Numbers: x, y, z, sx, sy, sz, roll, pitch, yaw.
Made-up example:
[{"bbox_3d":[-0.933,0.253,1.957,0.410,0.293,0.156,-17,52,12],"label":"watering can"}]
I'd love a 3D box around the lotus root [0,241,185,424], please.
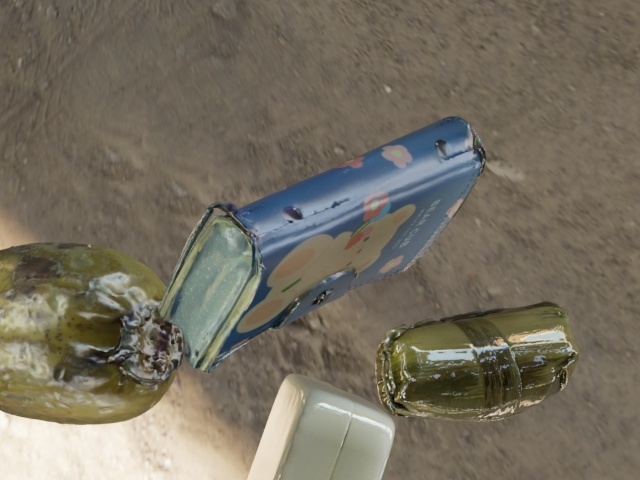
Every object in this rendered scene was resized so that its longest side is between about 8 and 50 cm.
[{"bbox_3d":[-0.237,0.077,1.050,0.278,0.154,0.154,0,115,27],"label":"lotus root"}]

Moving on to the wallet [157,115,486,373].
[{"bbox_3d":[-0.001,0.000,0.787,0.202,0.059,0.141,-25,157,-38],"label":"wallet"}]

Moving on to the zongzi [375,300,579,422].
[{"bbox_3d":[0.046,0.053,0.468,0.076,0.083,0.040,-6,71,-23],"label":"zongzi"}]

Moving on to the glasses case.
[{"bbox_3d":[-0.037,0.254,0.883,0.070,0.131,0.312,20,87,-8],"label":"glasses case"}]
